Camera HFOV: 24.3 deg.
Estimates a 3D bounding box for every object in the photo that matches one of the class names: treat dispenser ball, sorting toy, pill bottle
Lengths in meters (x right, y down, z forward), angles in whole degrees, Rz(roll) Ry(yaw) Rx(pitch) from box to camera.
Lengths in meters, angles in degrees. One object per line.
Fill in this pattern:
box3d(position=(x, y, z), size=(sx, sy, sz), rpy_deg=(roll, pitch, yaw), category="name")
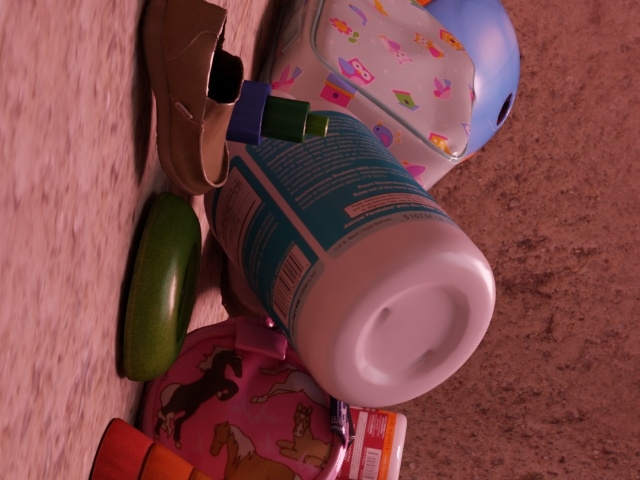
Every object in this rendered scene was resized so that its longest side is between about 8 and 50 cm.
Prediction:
box3d(position=(0.118, -0.230, 1.953), size=(0.288, 0.288, 0.288), rpy_deg=(10, 90, -87), category="treat dispenser ball")
box3d(position=(-0.063, 0.064, 0.975), size=(0.127, 0.126, 0.366), rpy_deg=(74, 26, -83), category="sorting toy")
box3d(position=(0.006, -0.009, 1.101), size=(0.264, 0.146, 0.146), rpy_deg=(53, -35, 44), category="pill bottle")
box3d(position=(0.004, 0.284, 2.074), size=(0.121, 0.221, 0.121), rpy_deg=(10, 90, -87), category="pill bottle")

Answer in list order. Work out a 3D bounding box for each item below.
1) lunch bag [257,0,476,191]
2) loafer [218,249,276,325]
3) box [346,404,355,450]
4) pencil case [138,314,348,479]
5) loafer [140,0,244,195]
box3d(position=(0.048, -0.175, 1.546), size=(0.108, 0.224, 0.279), rpy_deg=(-48, -163, 30), category="lunch bag")
box3d(position=(-0.027, 0.015, 1.433), size=(0.366, 0.133, 0.130), rpy_deg=(-76, -175, -67), category="loafer")
box3d(position=(-0.030, 0.199, 1.742), size=(0.220, 0.051, 0.175), rpy_deg=(-101, -148, -46), category="box")
box3d(position=(-0.058, 0.192, 1.231), size=(0.160, 0.167, 0.386), rpy_deg=(61, -11, 19), category="pencil case")
box3d(position=(-0.070, -0.083, 0.881), size=(0.148, 0.050, 0.056), rpy_deg=(80, 19, -48), category="loafer")
